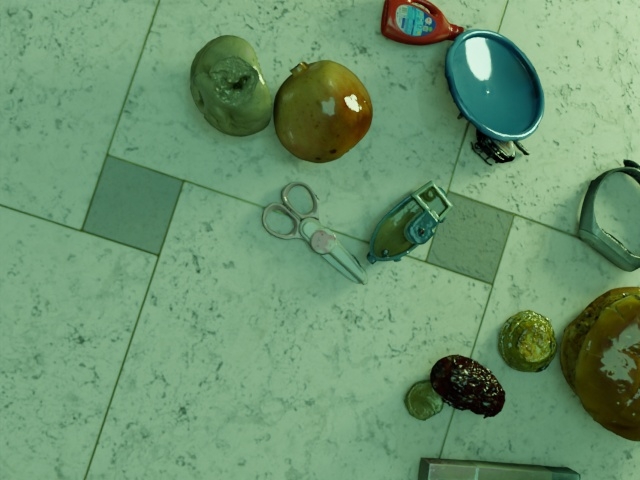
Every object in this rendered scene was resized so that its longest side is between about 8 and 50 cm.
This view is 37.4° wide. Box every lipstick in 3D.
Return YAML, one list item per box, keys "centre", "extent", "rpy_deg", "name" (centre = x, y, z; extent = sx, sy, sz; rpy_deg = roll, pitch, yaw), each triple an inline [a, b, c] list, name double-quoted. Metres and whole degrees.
- centre: [0.354, 0.478, 1.874]
  extent: [0.317, 0.066, 0.068]
  rpy_deg: [6, 90, -11]
  name: "lipstick"

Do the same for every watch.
- centre: [0.633, -0.048, 1.933]
  extent: [0.206, 0.068, 0.193]
  rpy_deg: [36, 84, -7]
  name: "watch"

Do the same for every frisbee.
- centre: [0.337, -0.301, 1.856]
  extent: [0.242, 0.045, 0.242]
  rpy_deg: [11, 65, -26]
  name: "frisbee"

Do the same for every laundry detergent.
- centre: [0.203, -0.427, 1.855]
  extent: [0.165, 0.049, 0.097]
  rpy_deg: [9, 85, -14]
  name: "laundry detergent"

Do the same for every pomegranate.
- centre: [0.001, -0.240, 1.748]
  extent: [0.191, 0.191, 0.191]
  rpy_deg: [0, 90, -12]
  name: "pomegranate"

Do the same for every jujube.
- centre: [0.295, 0.281, 1.853]
  extent: [0.166, 0.104, 0.104]
  rpy_deg: [25, 85, -23]
  name: "jujube"

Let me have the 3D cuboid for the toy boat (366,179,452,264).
- centre: [0.171, -0.029, 1.820]
  extent: [0.215, 0.102, 0.088]
  rpy_deg: [-41, 95, -8]
  name: "toy boat"

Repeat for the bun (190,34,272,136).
- centre: [-0.166, -0.273, 1.703]
  extent: [0.127, 0.193, 0.178]
  rpy_deg: [-21, 91, -11]
  name: "bun"

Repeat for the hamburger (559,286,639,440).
- centre: [0.642, 0.251, 1.884]
  extent: [0.314, 0.170, 0.290]
  rpy_deg: [37, 89, -11]
  name: "hamburger"

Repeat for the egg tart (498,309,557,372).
- centre: [0.422, 0.203, 1.896]
  extent: [0.130, 0.052, 0.130]
  rpy_deg: [0, 88, -9]
  name: "egg tart"

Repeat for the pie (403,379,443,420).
- centre: [0.206, 0.313, 1.868]
  extent: [0.084, 0.020, 0.084]
  rpy_deg: [0, 90, -14]
  name: "pie"

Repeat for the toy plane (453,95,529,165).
- centre: [0.330, -0.218, 1.879]
  extent: [0.197, 0.053, 0.078]
  rpy_deg: [45, 70, -8]
  name: "toy plane"

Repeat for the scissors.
- centre: [0.000, 0.000, 1.819]
  extent: [0.242, 0.030, 0.118]
  rpy_deg: [44, 83, -6]
  name: "scissors"
